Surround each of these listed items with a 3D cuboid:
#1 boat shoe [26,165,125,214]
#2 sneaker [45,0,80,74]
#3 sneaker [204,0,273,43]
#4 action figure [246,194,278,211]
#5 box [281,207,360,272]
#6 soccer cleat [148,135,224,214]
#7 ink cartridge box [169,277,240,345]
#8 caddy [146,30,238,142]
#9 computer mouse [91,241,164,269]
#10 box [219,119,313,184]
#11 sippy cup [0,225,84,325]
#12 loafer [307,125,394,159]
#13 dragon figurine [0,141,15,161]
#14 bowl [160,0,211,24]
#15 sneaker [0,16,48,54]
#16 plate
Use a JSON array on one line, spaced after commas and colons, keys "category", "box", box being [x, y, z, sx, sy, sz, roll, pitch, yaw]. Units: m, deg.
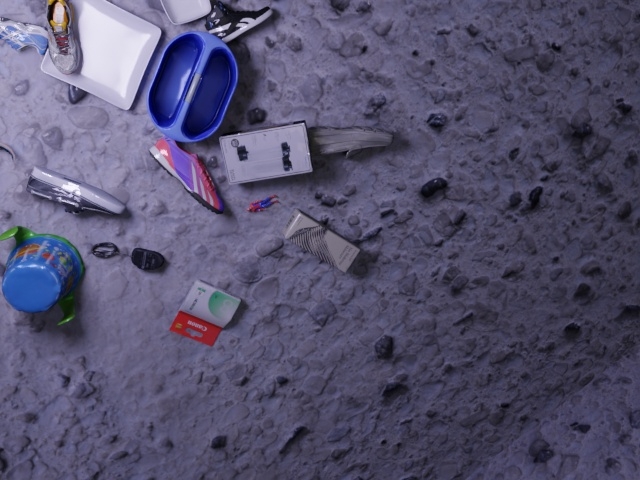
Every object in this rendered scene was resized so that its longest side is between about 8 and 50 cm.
[{"category": "boat shoe", "box": [-0.785, -0.133, 1.796, 0.301, 0.108, 0.102, 23, 99, -17]}, {"category": "sneaker", "box": [-0.760, -0.600, 1.628, 0.087, 0.093, 0.226, -7, 108, -13]}, {"category": "sneaker", "box": [-0.267, -0.719, 1.776, 0.216, 0.079, 0.121, -32, 111, -4]}, {"category": "action figure", "box": [-0.210, -0.129, 1.990, 0.115, 0.030, 0.038, -22, 115, -5]}, {"category": "box", "box": [0.000, 0.000, 2.045, 0.275, 0.094, 0.113, 29, 97, -20]}, {"category": "soccer cleat", "box": [-0.421, -0.220, 1.869, 0.116, 0.108, 0.318, -45, 109, -3]}, {"category": "ink cartridge box", "box": [-0.422, 0.271, 2.036, 0.180, 0.056, 0.225, 26, 96, -20]}, {"category": "caddy", "box": [-0.401, -0.479, 1.758, 0.241, 0.179, 0.342, 21, 100, -18]}, {"category": "computer mouse", "box": [-0.659, 0.049, 1.923, 0.241, 0.041, 0.071, 14, 103, -11]}, {"category": "box", "box": [-0.177, -0.295, 1.880, 0.289, 0.087, 0.169, -10, 108, 4]}, {"category": "sippy cup", "box": [-0.893, 0.117, 1.776, 0.305, 0.224, 0.240, 28, 97, -21]}, {"category": "loafer", "box": [0.100, -0.343, 1.971, 0.319, 0.112, 0.112, -1, 111, -6]}, {"category": "dragon figurine", "box": [-1.066, -0.311, 1.682, 0.144, 0.085, 0.289, -45, 111, 1]}, {"category": "bowl", "box": [-0.423, -0.752, 1.736, 0.141, 0.053, 0.142, -22, 108, -5]}, {"category": "sneaker", "box": [-0.909, -0.604, 1.641, 0.211, 0.080, 0.081, 7, 101, -15]}, {"category": "plate", "box": [-0.672, -0.588, 1.727, 0.277, 0.045, 0.278, 23, 99, -18]}]
